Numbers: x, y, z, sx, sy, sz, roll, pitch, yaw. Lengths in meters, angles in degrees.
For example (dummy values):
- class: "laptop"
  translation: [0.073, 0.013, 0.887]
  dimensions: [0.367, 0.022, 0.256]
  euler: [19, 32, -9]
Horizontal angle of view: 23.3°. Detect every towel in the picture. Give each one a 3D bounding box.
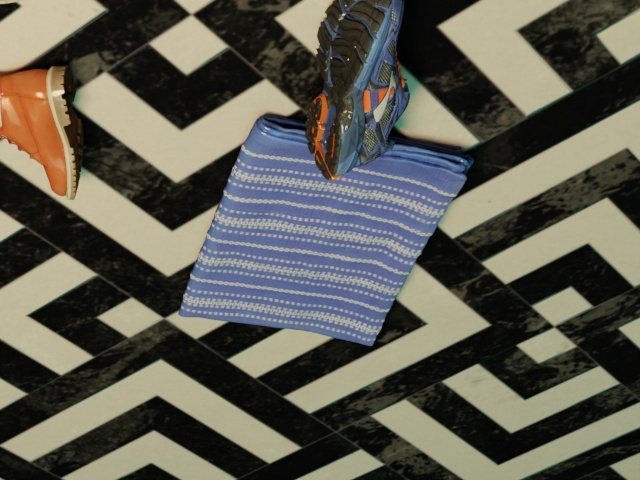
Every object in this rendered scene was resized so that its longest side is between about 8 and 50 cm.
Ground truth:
- class: "towel"
  translation: [0.000, 0.000, 1.698]
  dimensions: [0.243, 0.040, 0.336]
  euler: [9, 138, -16]

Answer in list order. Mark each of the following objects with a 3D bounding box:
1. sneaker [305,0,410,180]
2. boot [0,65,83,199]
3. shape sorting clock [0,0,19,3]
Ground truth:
- class: "sneaker"
  translation: [0.046, -0.159, 1.494]
  dimensions: [0.087, 0.083, 0.221]
  euler: [-15, 142, -27]
- class: "boot"
  translation: [-0.278, -0.104, 1.531]
  dimensions: [0.085, 0.059, 0.158]
  euler: [-3, 132, 2]
- class: "shape sorting clock"
  translation: [-0.293, -0.283, 1.324]
  dimensions: [0.206, 0.040, 0.206]
  euler: [-4, 140, -3]
